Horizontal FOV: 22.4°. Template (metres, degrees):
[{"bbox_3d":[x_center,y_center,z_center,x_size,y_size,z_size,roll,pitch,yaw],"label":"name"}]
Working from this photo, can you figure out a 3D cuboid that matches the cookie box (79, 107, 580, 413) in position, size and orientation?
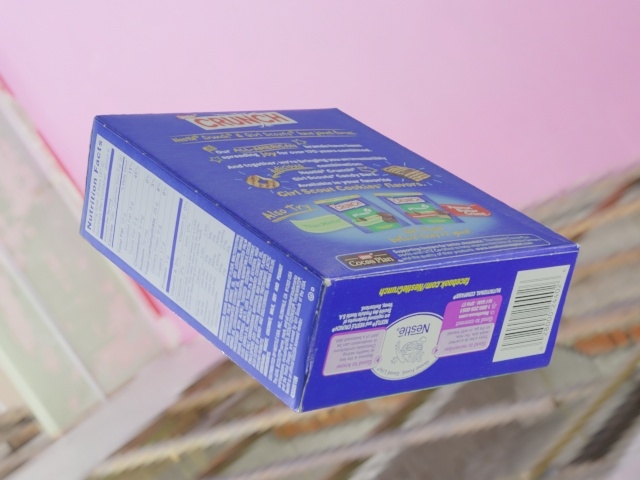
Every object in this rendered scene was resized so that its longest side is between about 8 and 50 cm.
[{"bbox_3d":[0.000,0.000,0.444,0.092,0.040,0.107,-6,-152,-39],"label":"cookie box"}]
